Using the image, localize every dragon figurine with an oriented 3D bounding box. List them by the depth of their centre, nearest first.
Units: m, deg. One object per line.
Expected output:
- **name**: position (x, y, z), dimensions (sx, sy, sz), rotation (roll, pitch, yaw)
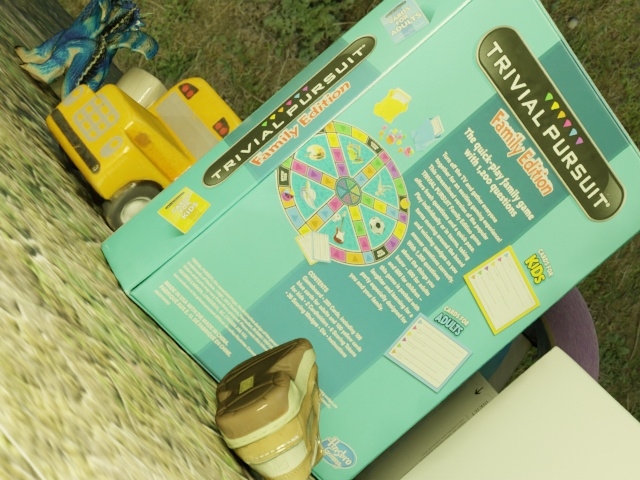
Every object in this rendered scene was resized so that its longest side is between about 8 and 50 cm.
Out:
- **dragon figurine**: position (-0.220, -0.197, 1.540), dimensions (0.085, 0.144, 0.289), rotation (48, 1, -23)

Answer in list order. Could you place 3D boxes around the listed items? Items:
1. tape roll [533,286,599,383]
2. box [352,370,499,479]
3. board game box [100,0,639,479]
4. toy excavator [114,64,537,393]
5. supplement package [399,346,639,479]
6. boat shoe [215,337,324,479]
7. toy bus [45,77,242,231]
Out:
- **tape roll**: position (0.140, 0.120, 1.580), dimensions (0.275, 0.275, 0.090), rotation (49, 2, -6)
- **box**: position (0.090, 0.169, 1.324), dimensions (0.038, 0.145, 0.186), rotation (47, 1, -30)
- **board game box**: position (0.054, -0.012, 1.107), dimensions (0.254, 0.336, 0.079), rotation (49, 1, -34)
- **toy excavator**: position (0.000, 0.000, 1.715), dimensions (0.433, 0.222, 0.445), rotation (33, -7, 41)
- **supplement package**: position (0.173, 0.226, 1.085), dimensions (0.145, 0.204, 0.262), rotation (48, 2, -19)
- **boat shoe**: position (-0.026, 0.115, 0.978), dimensions (0.072, 0.068, 0.190), rotation (61, 10, -6)
- **toy bus**: position (-0.085, -0.023, 1.310), dimensions (0.108, 0.130, 0.332), rotation (50, 1, 42)
